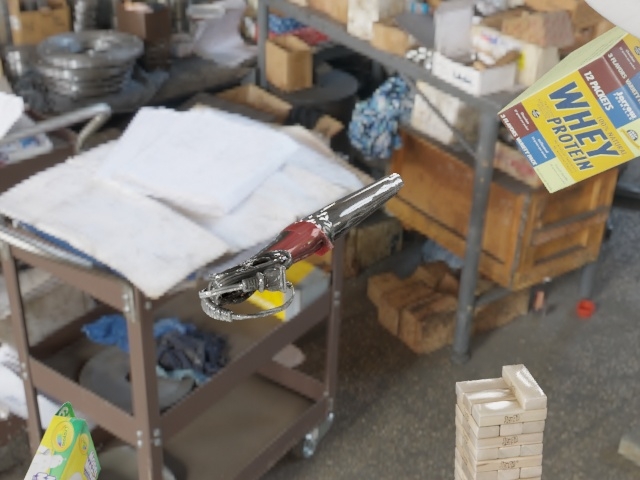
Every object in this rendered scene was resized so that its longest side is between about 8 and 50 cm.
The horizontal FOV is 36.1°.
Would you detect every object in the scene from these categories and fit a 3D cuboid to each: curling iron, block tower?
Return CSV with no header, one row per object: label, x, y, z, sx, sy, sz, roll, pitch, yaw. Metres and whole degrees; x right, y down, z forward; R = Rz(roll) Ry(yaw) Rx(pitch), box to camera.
curling iron,0.000,0.000,0.761,0.068,0.035,0.274,-1,18,31
block tower,0.230,0.333,1.293,0.097,0.336,0.091,-4,22,-9

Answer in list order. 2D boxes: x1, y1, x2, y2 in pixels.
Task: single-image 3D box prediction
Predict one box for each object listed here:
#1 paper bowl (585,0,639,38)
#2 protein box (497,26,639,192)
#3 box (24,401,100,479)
paper bowl,0.219,-0.214,0.393,0.284,0.284,0.148,4,56,3
protein box,0.388,-0.193,1.305,0.200,0.136,0.201,-39,6,-32
box,-0.287,0.275,1.072,0.043,0.105,0.179,5,46,7
